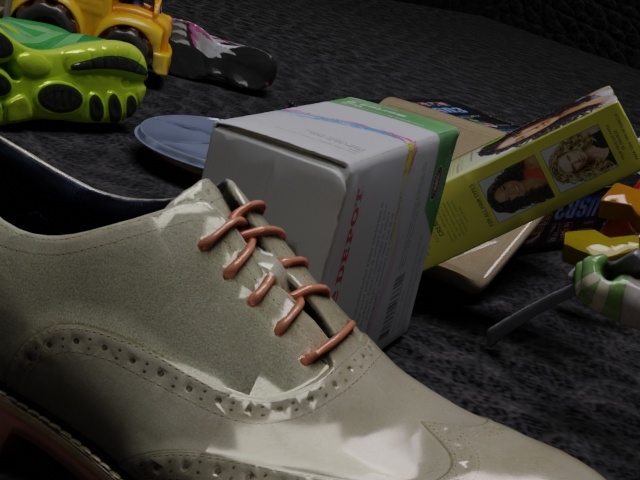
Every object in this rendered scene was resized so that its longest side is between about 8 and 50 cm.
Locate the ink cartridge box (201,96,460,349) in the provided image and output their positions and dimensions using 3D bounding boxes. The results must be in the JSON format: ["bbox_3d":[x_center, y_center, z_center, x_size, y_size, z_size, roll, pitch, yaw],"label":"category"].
[{"bbox_3d":[0.000,0.000,0.798,0.093,0.154,0.212,19,17,17],"label":"ink cartridge box"}]

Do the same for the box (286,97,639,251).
[{"bbox_3d":[0.157,-0.077,1.347,0.293,0.073,0.295,25,20,36],"label":"box"}]

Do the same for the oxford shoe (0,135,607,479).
[{"bbox_3d":[-0.041,0.055,0.588,0.397,0.147,0.140,18,16,14],"label":"oxford shoe"}]

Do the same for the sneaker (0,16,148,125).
[{"bbox_3d":[-0.308,-0.162,1.222,0.295,0.109,0.123,6,7,-45],"label":"sneaker"}]

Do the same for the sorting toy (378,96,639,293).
[{"bbox_3d":[0.135,-0.026,1.106,0.307,0.041,0.229,22,43,28],"label":"sorting toy"}]

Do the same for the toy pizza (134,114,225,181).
[{"bbox_3d":[-0.080,-0.078,1.223,0.201,0.032,0.201,12,17,-4],"label":"toy pizza"}]

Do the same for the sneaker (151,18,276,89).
[{"bbox_3d":[-0.142,-0.236,1.678,0.178,0.072,0.077,23,4,2],"label":"sneaker"}]

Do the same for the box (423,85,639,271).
[{"bbox_3d":[0.124,-0.037,0.960,0.232,0.058,0.087,-26,9,13],"label":"box"}]

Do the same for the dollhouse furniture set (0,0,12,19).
[{"bbox_3d":[-0.425,-0.233,1.281,0.183,0.129,0.129,21,17,25],"label":"dollhouse furniture set"}]

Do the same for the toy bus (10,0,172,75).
[{"bbox_3d":[-0.272,-0.312,1.539,0.220,0.211,0.149,12,14,-12],"label":"toy bus"}]

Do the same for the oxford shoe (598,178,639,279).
[{"bbox_3d":[0.320,0.002,1.218,0.098,0.097,0.271,35,27,11],"label":"oxford shoe"}]

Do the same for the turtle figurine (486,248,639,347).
[{"bbox_3d":[0.248,-0.014,0.867,0.197,0.266,0.274,6,15,-20],"label":"turtle figurine"}]

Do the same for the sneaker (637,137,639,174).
[{"bbox_3d":[0.416,-0.078,1.531,0.258,0.091,0.094,6,17,-24],"label":"sneaker"}]
